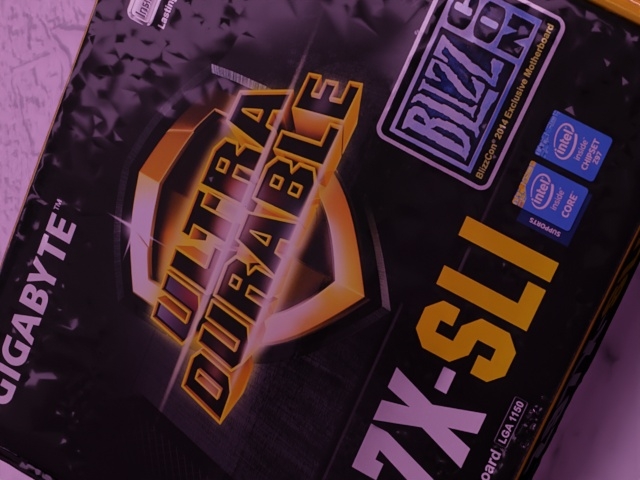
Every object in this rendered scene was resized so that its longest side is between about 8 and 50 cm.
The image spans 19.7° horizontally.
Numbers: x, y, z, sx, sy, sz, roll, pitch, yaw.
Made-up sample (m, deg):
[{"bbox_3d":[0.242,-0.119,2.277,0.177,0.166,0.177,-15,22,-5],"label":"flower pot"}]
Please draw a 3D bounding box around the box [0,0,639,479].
[{"bbox_3d":[0.000,0.000,0.811,0.257,0.079,0.322,28,110,12],"label":"box"}]
